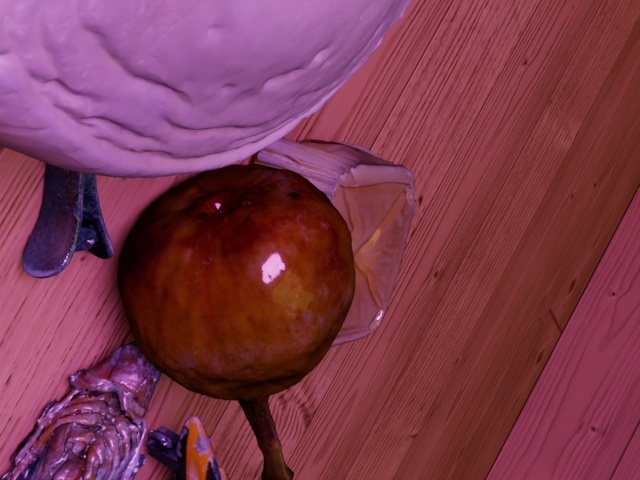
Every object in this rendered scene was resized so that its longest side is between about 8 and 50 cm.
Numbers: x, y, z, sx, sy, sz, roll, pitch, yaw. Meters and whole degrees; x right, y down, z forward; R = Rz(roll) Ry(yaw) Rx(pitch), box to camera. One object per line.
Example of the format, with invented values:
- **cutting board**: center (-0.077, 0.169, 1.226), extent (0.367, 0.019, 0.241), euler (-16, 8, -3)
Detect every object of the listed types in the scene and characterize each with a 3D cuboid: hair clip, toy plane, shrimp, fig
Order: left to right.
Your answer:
- **shrimp**: center (-0.191, 0.175, 0.808), extent (0.079, 0.090, 0.232), euler (-40, -162, 57)
- **hair clip**: center (-0.153, -0.085, 0.691), extent (0.070, 0.039, 0.229), euler (-20, 131, -55)
- **toy plane**: center (-0.131, 0.269, 1.024), extent (0.204, 0.103, 0.316), euler (-45, 143, -39)
- **fig**: center (-0.068, 0.086, 0.816), extent (0.191, 0.191, 0.290), euler (-18, 119, -58)

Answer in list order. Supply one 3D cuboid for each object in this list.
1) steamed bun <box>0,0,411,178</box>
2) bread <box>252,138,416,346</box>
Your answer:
- **steamed bun**: center (-0.112, -0.149, 0.466), extent (0.236, 0.247, 0.383), euler (-56, 163, 10)
- **bread**: center (-0.002, 0.000, 0.991), extent (0.210, 0.110, 0.192), euler (-10, 117, -61)
